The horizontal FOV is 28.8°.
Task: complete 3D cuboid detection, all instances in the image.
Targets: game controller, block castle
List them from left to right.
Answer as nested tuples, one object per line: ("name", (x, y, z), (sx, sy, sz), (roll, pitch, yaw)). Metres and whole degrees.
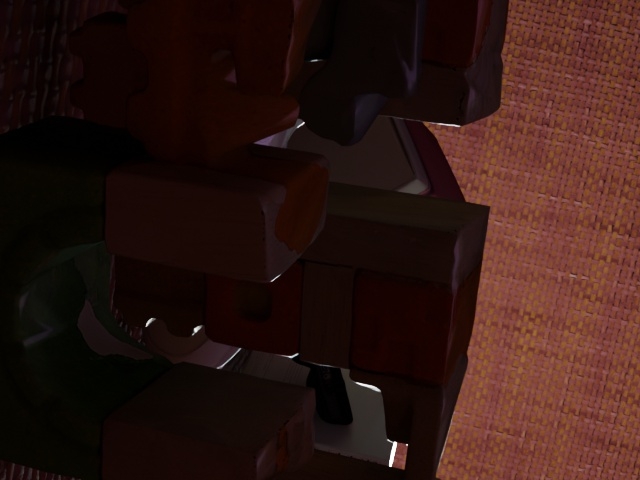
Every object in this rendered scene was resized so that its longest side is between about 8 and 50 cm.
("block castle", (-0.065, -0.018, 0.514), (0.303, 0.212, 0.453), (-37, 134, -63))
("game controller", (-0.015, 0.072, 1.361), (0.166, 0.067, 0.319), (58, -10, 38))

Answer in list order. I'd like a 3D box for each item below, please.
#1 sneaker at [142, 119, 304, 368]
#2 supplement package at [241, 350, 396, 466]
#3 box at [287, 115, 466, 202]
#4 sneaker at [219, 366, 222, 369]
("sneaker", (-0.083, -0.054, 0.866), (0.152, 0.114, 0.305), (8, 99, -58))
("supplement package", (-0.010, 0.246, 1.523), (0.194, 0.203, 0.149), (-66, 167, -60))
("box", (0.040, -0.051, 1.201), (0.127, 0.148, 0.232), (68, 14, 19))
("sneaker", (-0.120, 0.094, 0.977), (0.162, 0.063, 0.073), (-75, 157, -64))
